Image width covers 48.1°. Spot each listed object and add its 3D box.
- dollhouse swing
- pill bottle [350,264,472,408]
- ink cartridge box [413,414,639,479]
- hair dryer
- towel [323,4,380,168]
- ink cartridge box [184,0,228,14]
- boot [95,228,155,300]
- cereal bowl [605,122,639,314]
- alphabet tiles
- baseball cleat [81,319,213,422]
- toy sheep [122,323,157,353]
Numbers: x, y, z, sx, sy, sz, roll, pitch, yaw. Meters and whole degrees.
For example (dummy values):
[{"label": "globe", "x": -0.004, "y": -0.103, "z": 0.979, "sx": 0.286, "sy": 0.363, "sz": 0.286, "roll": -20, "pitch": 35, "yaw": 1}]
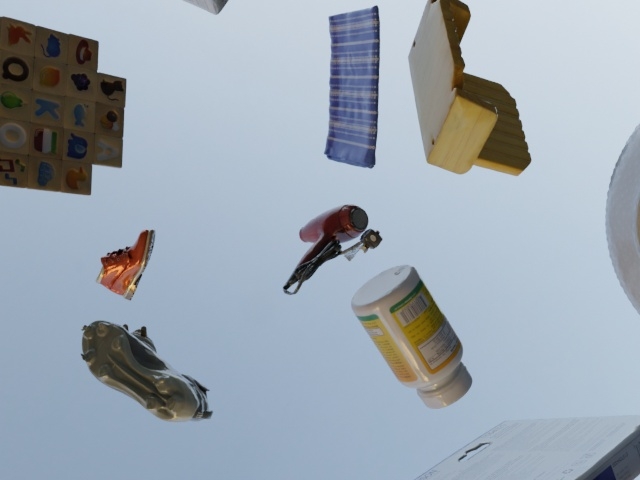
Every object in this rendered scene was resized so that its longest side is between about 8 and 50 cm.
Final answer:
[{"label": "dollhouse swing", "x": 0.393, "y": -0.362, "z": 1.704, "sx": 0.305, "sy": 0.315, "sz": 0.347, "roll": 3, "pitch": -123, "yaw": -10}, {"label": "pill bottle", "x": 0.146, "y": 0.151, "z": 1.101, "sx": 0.117, "sy": 0.117, "sz": 0.208, "roll": -45, "pitch": -73, "yaw": -41}, {"label": "ink cartridge box", "x": 0.364, "y": 0.387, "z": 1.217, "sx": 0.324, "sy": 0.330, "sz": 0.071, "roll": -16, "pitch": -94, "yaw": -39}, {"label": "hair dryer", "x": 0.000, "y": 0.000, "z": 1.493, "sx": 0.224, "sy": 0.293, "sz": 0.080, "roll": -28, "pitch": -77, "yaw": 0}, {"label": "towel", "x": 0.066, "y": -0.335, "z": 1.586, "sx": 0.040, "sy": 0.243, "sz": 0.336, "roll": -4, "pitch": -76, "yaw": -21}, {"label": "ink cartridge box", "x": -0.320, "y": -0.503, "z": 1.026, "sx": 0.385, "sy": 0.308, "sz": 0.091, "roll": 27, "pitch": -98, "yaw": 8}, {"label": "boot", "x": -0.363, "y": 0.035, "z": 1.337, "sx": 0.085, "sy": 0.158, "sz": 0.059, "roll": 26, "pitch": -157, "yaw": -12}, {"label": "cereal bowl", "x": 0.428, "y": -0.018, "z": 0.717, "sx": 0.141, "sy": 0.339, "sz": 0.339, "roll": -7, "pitch": -102, "yaw": -34}, {"label": "alphabet tiles", "x": -0.493, "y": -0.229, "z": 1.221, "sx": 0.342, "sy": 0.011, "sz": 0.285, "roll": 5, "pitch": -96, "yaw": -41}, {"label": "baseball cleat", "x": -0.224, "y": 0.177, "z": 0.927, "sx": 0.072, "sy": 0.206, "sz": 0.109, "roll": -55, "pitch": -31, "yaw": -3}, {"label": "toy sheep", "x": -0.319, "y": 0.200, "z": 1.215, "sx": 0.091, "sy": 0.091, "sz": 0.132, "roll": 42, "pitch": -152, "yaw": -21}]
